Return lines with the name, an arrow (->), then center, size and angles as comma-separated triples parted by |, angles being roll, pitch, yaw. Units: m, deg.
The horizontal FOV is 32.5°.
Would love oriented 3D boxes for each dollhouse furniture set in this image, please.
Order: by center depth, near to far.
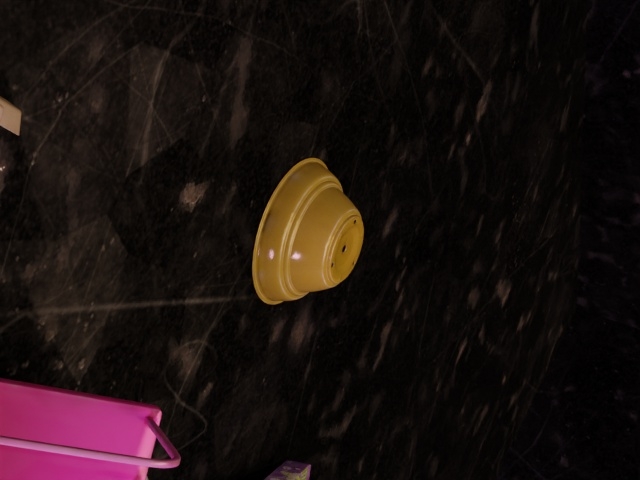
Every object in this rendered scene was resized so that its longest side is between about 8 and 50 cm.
dollhouse furniture set -> -0.286, -0.083, 0.894 | 0.081, 0.091, 0.114 | -54, 158, 0

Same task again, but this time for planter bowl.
planter bowl -> 0.000, 0.000, 1.533 | 0.217, 0.090, 0.217 | -46, 145, -45

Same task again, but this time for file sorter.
file sorter -> -0.256, 0.290, 0.962 | 0.182, 0.202, 0.290 | -161, -95, -70

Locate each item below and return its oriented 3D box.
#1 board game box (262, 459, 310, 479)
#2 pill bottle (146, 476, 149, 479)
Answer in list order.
board game box -> -0.088, 0.465, 1.622 | 0.347, 0.056, 0.208 | -5, 107, -76
pill bottle -> -0.242, 0.303, 1.183 | 0.136, 0.136, 0.245 | -54, 150, -34
